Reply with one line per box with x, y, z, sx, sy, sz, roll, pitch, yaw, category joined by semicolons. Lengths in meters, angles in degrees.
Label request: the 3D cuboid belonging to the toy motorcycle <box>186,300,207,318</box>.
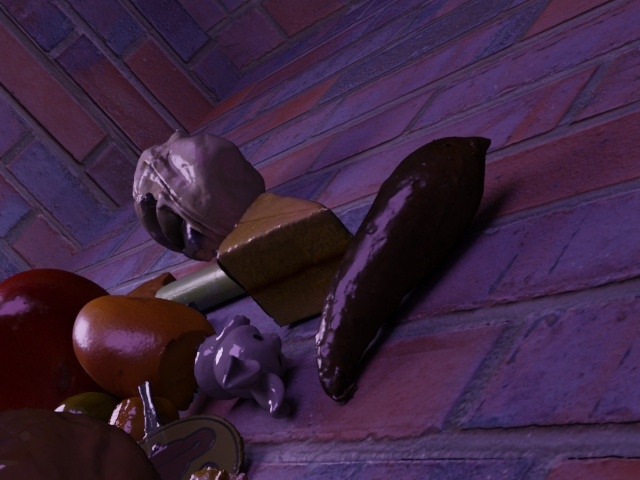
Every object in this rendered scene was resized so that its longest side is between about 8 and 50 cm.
-0.257;0.180;1.953;0.157;0.091;0.263;-36;17;-7;toy motorcycle

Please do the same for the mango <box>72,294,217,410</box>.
-0.294;0.157;1.774;0.257;0.138;0.187;14;47;32;mango

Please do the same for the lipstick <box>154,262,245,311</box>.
-0.206;0.087;2.096;0.304;0.076;0.076;-22;26;49;lipstick

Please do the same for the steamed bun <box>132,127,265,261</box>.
-0.259;-0.071;2.336;0.320;0.275;0.206;88;-154;-62;steamed bun

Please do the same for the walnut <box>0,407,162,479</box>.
-0.313;0.363;1.178;0.383;0.383;0.383;-39;16;13;walnut

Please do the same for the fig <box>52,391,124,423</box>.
-0.348;0.304;1.775;0.142;0.148;0.186;-42;-19;2;fig

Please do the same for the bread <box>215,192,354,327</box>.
0.002;0.000;1.673;0.264;0.167;0.163;-21;25;44;bread

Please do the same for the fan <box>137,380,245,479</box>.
-0.206;0.292;1.487;0.230;0.011;0.335;-31;36;5;fan

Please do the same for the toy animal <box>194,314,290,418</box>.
-0.088;0.169;1.537;0.131;0.104;0.221;-46;16;-16;toy animal

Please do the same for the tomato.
-0.504;0.210;2.066;0.325;0.290;0.293;-55;13;14;tomato

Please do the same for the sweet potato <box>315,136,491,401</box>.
0.094;0.021;1.476;0.422;0.130;0.130;-55;19;-21;sweet potato

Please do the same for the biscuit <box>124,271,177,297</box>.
-0.454;0.213;2.378;0.385;0.062;0.365;-38;16;16;biscuit

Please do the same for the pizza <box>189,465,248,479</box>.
-0.156;0.325;1.368;0.160;0.036;0.099;-40;36;-7;pizza

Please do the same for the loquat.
-0.259;0.289;1.638;0.137;0.113;0.137;-50;27;37;loquat
